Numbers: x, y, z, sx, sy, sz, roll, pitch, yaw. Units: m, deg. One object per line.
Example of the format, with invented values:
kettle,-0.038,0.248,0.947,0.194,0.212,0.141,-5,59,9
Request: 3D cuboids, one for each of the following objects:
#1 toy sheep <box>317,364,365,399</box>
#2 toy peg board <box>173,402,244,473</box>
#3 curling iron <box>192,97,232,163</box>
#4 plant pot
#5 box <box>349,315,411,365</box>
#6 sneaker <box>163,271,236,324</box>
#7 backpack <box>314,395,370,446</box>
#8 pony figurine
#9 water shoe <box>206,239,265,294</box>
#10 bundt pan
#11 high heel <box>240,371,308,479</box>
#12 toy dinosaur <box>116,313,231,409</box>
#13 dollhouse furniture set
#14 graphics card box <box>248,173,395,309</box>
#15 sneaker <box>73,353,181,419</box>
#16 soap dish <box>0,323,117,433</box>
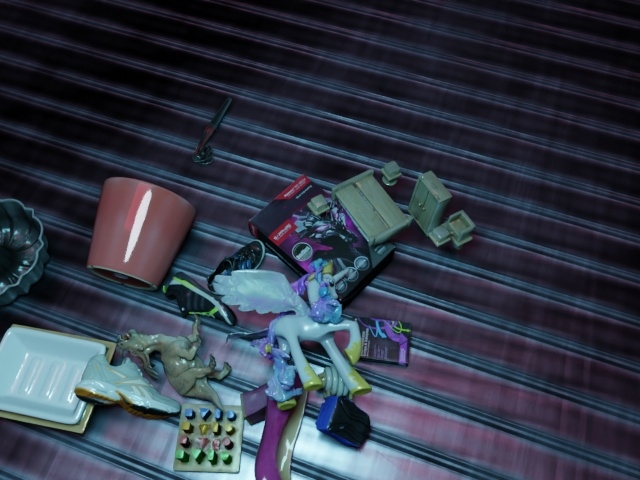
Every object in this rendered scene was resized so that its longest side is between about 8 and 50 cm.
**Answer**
toy sheep,0.049,0.358,1.505,0.132,0.091,0.091,2,60,-14
toy peg board,-0.274,0.474,1.443,0.161,0.079,0.161,2,61,1
curling iron,-0.344,-0.356,1.928,0.068,0.035,0.274,16,63,4
plant pot,-0.503,-0.007,1.620,0.274,0.275,0.243,13,72,7
box,0.158,0.268,1.584,0.162,0.029,0.116,6,61,5
sneaker,-0.332,0.179,1.617,0.234,0.084,0.097,32,79,23
backpack,0.057,0.442,1.450,0.120,0.101,0.098,33,66,-19
pony figurine,-0.066,0.215,1.451,0.350,0.303,0.364,-9,53,-8
water shoe,-0.233,0.069,1.660,0.073,0.080,0.203,37,72,18
bundt pan,-0.917,0.047,1.657,0.330,0.124,0.331,0,62,0
high heel,-0.067,0.494,1.397,0.181,0.127,0.377,-21,59,1
toy dinosaur,-0.360,0.323,1.507,0.200,0.127,0.296,-35,85,1
dollhouse furniture set,0.188,-0.030,1.651,0.355,0.174,0.303,-26,63,-18
graphics card box,0.000,0.000,1.697,0.371,0.094,0.232,41,69,19
sneaker,-0.453,0.353,1.449,0.262,0.099,0.121,29,50,-28
soap dish,-0.682,0.348,1.492,0.290,0.118,0.229,9,61,6
